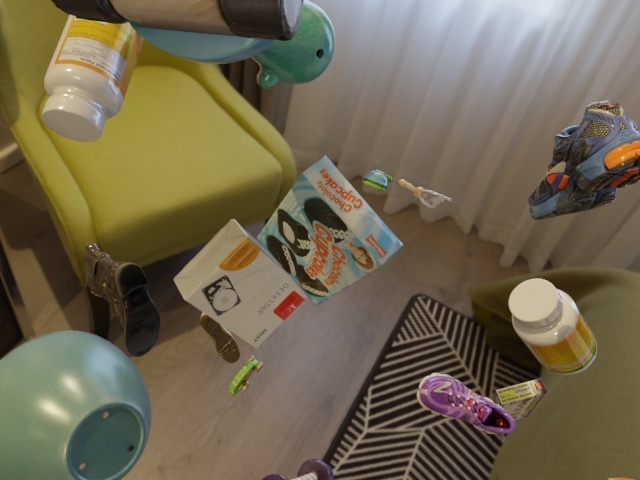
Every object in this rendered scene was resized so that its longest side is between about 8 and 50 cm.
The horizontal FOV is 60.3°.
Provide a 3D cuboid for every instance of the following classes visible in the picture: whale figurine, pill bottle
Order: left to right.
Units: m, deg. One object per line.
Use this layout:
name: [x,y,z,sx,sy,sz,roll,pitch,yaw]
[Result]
pill bottle: [-0.427,-0.313,1.028,0.137,0.136,0.245,10,67,-4]
whale figurine: [-0.080,-0.416,1.146,0.272,0.216,0.141,-7,35,-46]
pill bottle: [0.433,0.160,1.035,0.118,0.208,0.117,-25,42,25]

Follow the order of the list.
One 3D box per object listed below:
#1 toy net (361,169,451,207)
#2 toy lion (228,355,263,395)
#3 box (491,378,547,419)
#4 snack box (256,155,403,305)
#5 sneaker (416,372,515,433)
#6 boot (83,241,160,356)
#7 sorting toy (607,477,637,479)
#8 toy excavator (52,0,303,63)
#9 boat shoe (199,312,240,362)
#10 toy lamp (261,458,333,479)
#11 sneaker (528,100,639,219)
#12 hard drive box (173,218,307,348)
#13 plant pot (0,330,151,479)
toy net: [0.221,-0.121,1.383,0.232,0.045,0.122,26,6,30]
toy lion: [-0.169,0.298,1.191,0.034,0.100,0.096,36,21,9]
box: [0.474,0.405,1.361,0.114,0.207,0.036,-14,56,-4]
snack box: [0.000,0.000,0.979,0.060,0.322,0.187,-41,88,-26]
sneaker: [0.241,0.266,0.898,0.170,0.071,0.068,22,77,-5]
boot: [-0.503,0.140,1.364,0.229,0.262,0.091,11,20,43]
sorting toy: [0.649,0.479,1.038,0.193,0.208,0.038,6,78,-19]
toy excavator: [-0.091,-0.416,0.637,0.223,0.432,0.445,7,10,7]
boat shoe: [-0.258,0.246,1.418,0.056,0.048,0.153,-36,103,-2]
toy lamp: [-0.036,0.477,1.082,0.080,0.275,0.080,-5,73,16]
sneaker: [0.297,-0.084,0.627,0.083,0.221,0.087,-9,76,-5]
hard drive box: [-0.162,0.097,1.184,0.181,0.232,0.089,-46,40,0]
plant pot: [-0.405,0.313,0.932,0.196,0.290,0.290,5,34,43]
